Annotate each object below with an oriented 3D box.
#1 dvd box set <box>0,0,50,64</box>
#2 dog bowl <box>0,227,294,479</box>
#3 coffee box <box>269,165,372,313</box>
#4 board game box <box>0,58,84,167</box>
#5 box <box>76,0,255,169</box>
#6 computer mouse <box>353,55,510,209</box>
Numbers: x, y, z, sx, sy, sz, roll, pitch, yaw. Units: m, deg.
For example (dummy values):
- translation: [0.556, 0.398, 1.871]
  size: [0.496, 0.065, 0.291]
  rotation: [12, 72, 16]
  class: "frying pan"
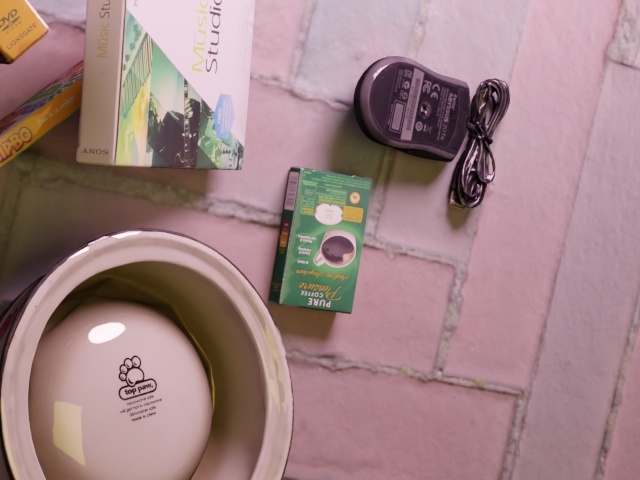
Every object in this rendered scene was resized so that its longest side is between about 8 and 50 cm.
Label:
- translation: [-0.469, -0.363, 1.578]
  size: [0.062, 0.307, 0.420]
  rotation: [-43, 114, -15]
  class: "dvd box set"
- translation: [-0.231, 0.197, 1.800]
  size: [0.408, 0.150, 0.408]
  rotation: [8, 78, -39]
  class: "dog bowl"
- translation: [0.000, 0.000, 2.015]
  size: [0.113, 0.040, 0.184]
  rotation: [7, 92, -28]
  class: "coffee box"
- translation: [-0.344, -0.132, 1.771]
  size: [0.259, 0.124, 0.039]
  rotation: [-43, 109, -18]
  class: "board game box"
- translation: [-0.174, -0.200, 1.789]
  size: [0.322, 0.058, 0.232]
  rotation: [-5, 100, -66]
  class: "box"
- translation: [0.133, -0.163, 2.060]
  size: [0.272, 0.072, 0.189]
  rotation: [20, 84, -41]
  class: "computer mouse"
